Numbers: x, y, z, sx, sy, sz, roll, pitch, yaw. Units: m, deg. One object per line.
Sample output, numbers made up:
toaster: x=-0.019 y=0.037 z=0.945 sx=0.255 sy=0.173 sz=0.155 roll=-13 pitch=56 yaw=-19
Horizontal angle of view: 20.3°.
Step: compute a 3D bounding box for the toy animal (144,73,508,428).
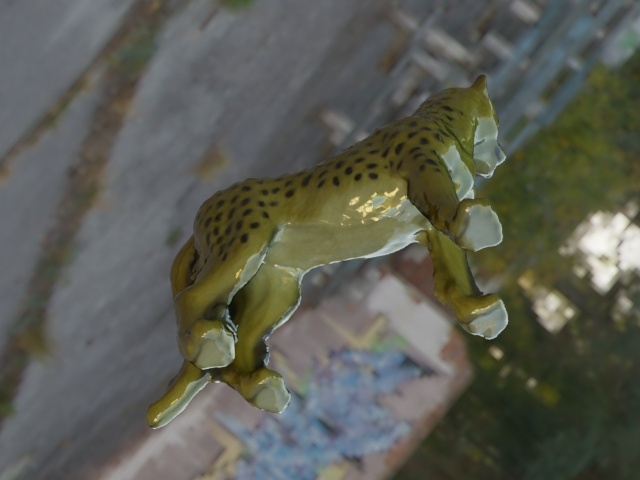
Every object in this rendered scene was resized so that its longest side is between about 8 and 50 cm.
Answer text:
toy animal: x=0.000 y=0.000 z=0.763 sx=0.181 sy=0.073 sz=0.136 roll=-24 pitch=-143 yaw=9
